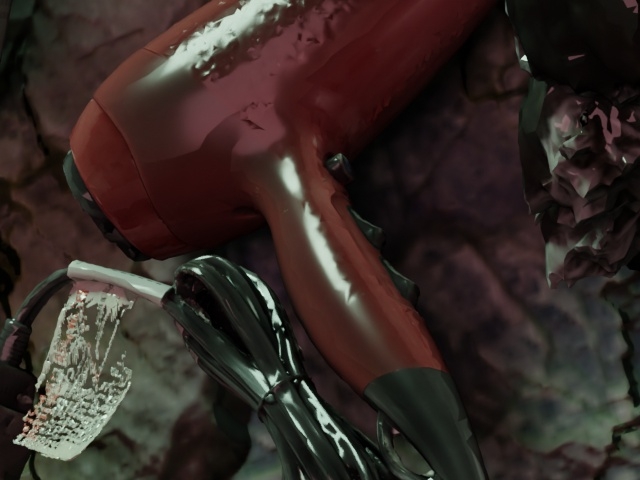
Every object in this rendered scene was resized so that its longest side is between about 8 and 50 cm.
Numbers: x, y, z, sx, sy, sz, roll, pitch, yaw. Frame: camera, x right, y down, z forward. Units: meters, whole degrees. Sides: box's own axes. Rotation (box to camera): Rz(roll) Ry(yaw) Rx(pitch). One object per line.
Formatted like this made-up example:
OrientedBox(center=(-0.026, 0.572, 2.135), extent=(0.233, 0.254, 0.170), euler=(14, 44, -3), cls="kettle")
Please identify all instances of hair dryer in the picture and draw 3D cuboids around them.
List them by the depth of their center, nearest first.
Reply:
OrientedBox(center=(0.000, 0.000, 0.693), extent=(0.223, 0.080, 0.293), euler=(14, 73, 30), cls="hair dryer")

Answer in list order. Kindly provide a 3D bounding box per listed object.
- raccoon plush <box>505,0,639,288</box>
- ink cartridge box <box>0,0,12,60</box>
OrientedBox(center=(0.213, -0.158, 0.593), extent=(0.299, 0.216, 0.446), euler=(-2, 78, 15), cls="raccoon plush")
OrientedBox(center=(-0.269, -0.182, 0.775), extent=(0.324, 0.071, 0.330), euler=(12, 94, 2), cls="ink cartridge box")
